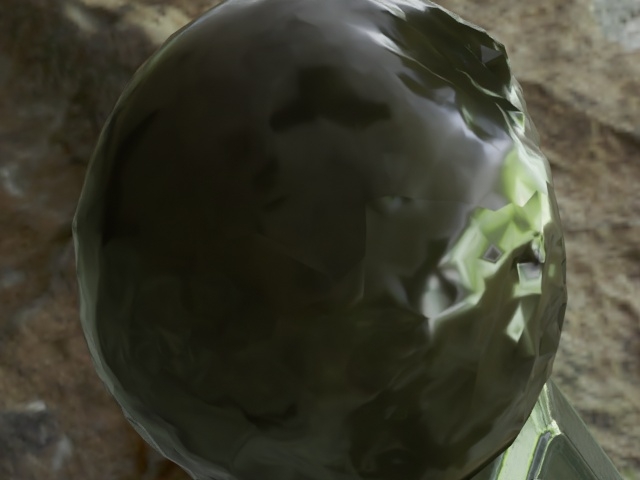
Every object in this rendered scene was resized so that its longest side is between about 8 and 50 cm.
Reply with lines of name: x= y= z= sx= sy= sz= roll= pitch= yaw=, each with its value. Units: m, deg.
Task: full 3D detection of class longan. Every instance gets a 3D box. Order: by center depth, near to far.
longan: x=-0.004 y=0.009 z=1.028 sx=0.404 sy=0.404 sz=0.436 roll=-12 pitch=-141 yaw=-1

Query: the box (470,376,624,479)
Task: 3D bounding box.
box: x=0.235 y=0.375 z=1.410 sx=0.090 sy=0.367 sz=0.373 roll=-5 pitch=-131 yaw=38

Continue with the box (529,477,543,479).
box: x=0.196 y=0.341 z=0.864 sx=0.073 sy=0.290 sz=0.289 roll=-33 pitch=-165 yaw=27
